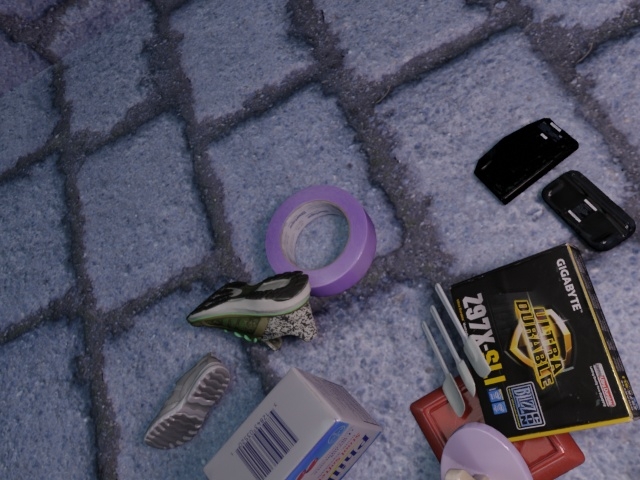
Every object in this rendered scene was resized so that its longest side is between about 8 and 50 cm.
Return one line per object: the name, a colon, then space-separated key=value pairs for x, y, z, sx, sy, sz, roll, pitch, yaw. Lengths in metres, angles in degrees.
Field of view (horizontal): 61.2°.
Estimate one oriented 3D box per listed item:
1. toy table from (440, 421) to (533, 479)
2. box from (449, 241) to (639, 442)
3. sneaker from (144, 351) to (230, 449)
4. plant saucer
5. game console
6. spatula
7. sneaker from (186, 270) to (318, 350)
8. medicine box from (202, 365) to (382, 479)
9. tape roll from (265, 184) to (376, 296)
toy table: x=0.282 y=0.492 z=0.964 sx=0.252 sy=0.160 sz=0.275 roll=-26 pitch=87 yaw=33
box: x=0.410 y=0.199 z=1.031 sx=0.257 sy=0.079 sz=0.322 roll=-27 pitch=62 yaw=36
sneaker: x=-0.335 y=0.407 z=1.371 sx=0.281 sy=0.105 sz=0.115 roll=-47 pitch=30 yaw=2
plant saucer: x=0.348 y=0.388 z=1.105 sx=0.258 sy=0.048 sz=0.259 roll=-33 pitch=60 yaw=7
game console: x=0.535 y=-0.117 z=1.234 sx=0.213 sy=0.044 sz=0.361 roll=-38 pitch=60 yaw=6
spatula: x=0.268 y=0.222 z=1.130 sx=0.019 sy=0.168 sz=0.242 roll=-4 pitch=42 yaw=-16
sneaker: x=-0.172 y=0.204 z=1.338 sx=0.410 sy=0.158 sz=0.182 roll=-12 pitch=108 yaw=39
medicine box: x=-0.042 y=0.426 z=1.111 sx=0.263 sy=0.289 sz=0.149 roll=-49 pitch=58 yaw=-2
tape roll: x=0.000 y=0.000 z=1.381 sx=0.274 sy=0.090 sz=0.275 roll=-8 pitch=66 yaw=19
